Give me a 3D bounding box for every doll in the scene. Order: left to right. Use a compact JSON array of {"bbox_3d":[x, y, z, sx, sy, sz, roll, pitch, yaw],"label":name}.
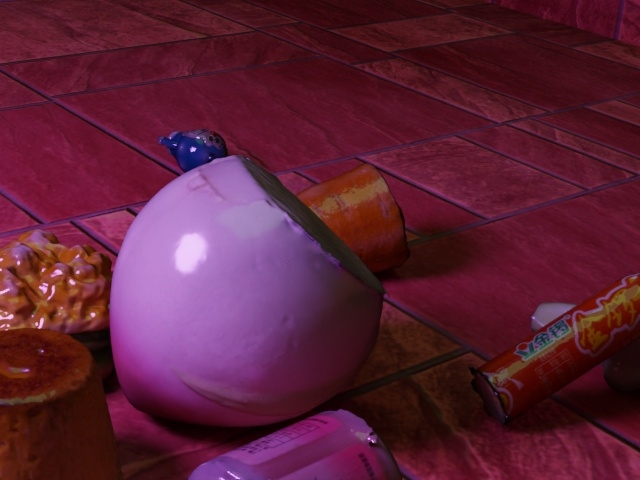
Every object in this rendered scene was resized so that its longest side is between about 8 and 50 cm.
[{"bbox_3d":[-0.210,-0.151,1.953,0.114,0.085,0.152,13,7,-28],"label":"doll"}]

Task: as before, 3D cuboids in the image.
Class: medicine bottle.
[{"bbox_3d":[-0.050,0.249,1.012,0.247,0.147,0.147,-17,32,-38],"label":"medicine bottle"}]

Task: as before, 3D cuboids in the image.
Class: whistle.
[{"bbox_3d":[0.407,0.131,1.406,0.141,0.141,0.294,-18,15,-40],"label":"whistle"}]

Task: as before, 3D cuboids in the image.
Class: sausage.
[{"bbox_3d":[0.296,0.112,1.319,0.264,0.083,0.083,-31,33,-9],"label":"sausage"}]

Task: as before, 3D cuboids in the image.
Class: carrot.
[{"bbox_3d":[0.000,0.000,1.608,0.225,0.159,0.159,-22,33,-20],"label":"carrot"}]

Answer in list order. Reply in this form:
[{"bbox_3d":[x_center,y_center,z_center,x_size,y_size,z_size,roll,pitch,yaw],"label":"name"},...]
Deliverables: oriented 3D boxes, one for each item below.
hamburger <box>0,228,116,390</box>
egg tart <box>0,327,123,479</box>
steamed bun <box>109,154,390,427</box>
[{"bbox_3d":[-0.329,0.077,1.325,0.237,0.149,0.237,9,23,-4],"label":"hamburger"},{"bbox_3d":[-0.295,0.181,1.118,0.202,0.147,0.202,2,26,-1],"label":"egg tart"},{"bbox_3d":[-0.103,0.082,1.260,0.309,0.309,0.309,3,24,-2],"label":"steamed bun"}]
